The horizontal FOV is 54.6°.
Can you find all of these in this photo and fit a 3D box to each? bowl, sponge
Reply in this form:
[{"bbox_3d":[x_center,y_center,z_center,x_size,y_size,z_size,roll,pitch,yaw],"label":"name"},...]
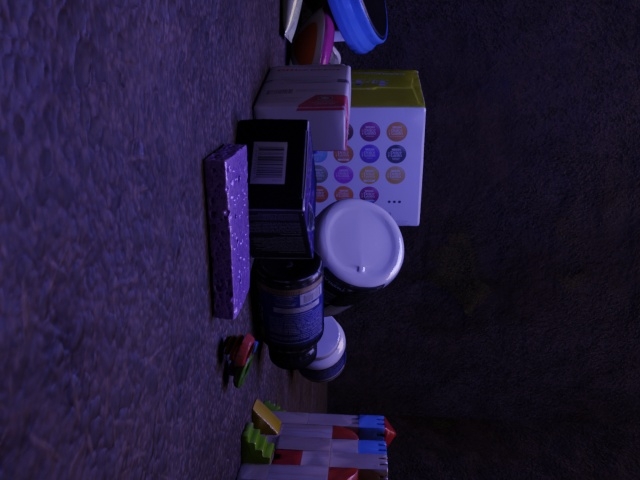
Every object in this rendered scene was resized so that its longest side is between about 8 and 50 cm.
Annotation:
[{"bbox_3d":[0.083,-0.673,1.562,0.391,0.077,0.390,-11,90,-70],"label":"bowl"},{"bbox_3d":[-0.118,-0.014,0.808,0.117,0.031,0.210,-78,169,-70],"label":"sponge"}]

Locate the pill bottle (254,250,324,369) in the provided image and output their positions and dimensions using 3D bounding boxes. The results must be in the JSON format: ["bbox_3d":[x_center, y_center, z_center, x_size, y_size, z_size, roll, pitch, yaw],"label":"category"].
[{"bbox_3d":[-0.054,0.127,1.134,0.122,0.123,0.219,-83,173,-57],"label":"pill bottle"}]

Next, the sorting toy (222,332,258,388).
[{"bbox_3d":[-0.118,0.160,0.870,0.102,0.042,0.061,104,9,-45],"label":"sorting toy"}]

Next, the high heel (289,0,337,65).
[{"bbox_3d":[0.027,-0.509,1.550,0.181,0.127,0.377,28,51,-38],"label":"high heel"}]

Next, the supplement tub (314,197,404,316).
[{"bbox_3d":[0.027,0.051,1.307,0.316,0.194,0.193,138,-42,-63],"label":"supplement tub"}]

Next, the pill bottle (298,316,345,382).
[{"bbox_3d":[-0.006,0.289,1.689,0.264,0.153,0.153,83,9,-66],"label":"pill bottle"}]

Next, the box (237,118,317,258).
[{"bbox_3d":[-0.066,-0.074,0.979,0.207,0.108,0.153,80,12,-70],"label":"box"}]

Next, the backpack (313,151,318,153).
[{"bbox_3d":[-0.046,-0.210,1.300,0.098,0.101,0.120,-71,167,-55],"label":"backpack"}]

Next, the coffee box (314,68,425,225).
[{"bbox_3d":[0.103,-0.267,1.706,0.338,0.338,0.334,-81,171,-58],"label":"coffee box"}]

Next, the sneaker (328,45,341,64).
[{"bbox_3d":[0.004,-0.611,2.037,0.271,0.100,0.107,69,36,-71],"label":"sneaker"}]

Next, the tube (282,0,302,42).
[{"bbox_3d":[-0.059,-0.557,1.339,0.070,0.062,0.240,-4,104,-43],"label":"tube"}]

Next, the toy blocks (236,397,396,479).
[{"bbox_3d":[0.003,0.405,1.063,0.381,0.261,0.190,-68,159,-79],"label":"toy blocks"}]

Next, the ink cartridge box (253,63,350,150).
[{"bbox_3d":[-0.026,-0.245,1.130,0.217,0.159,0.092,-83,171,-55],"label":"ink cartridge box"}]

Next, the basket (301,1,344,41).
[{"bbox_3d":[0.028,-0.629,1.765,0.113,0.167,0.103,-34,120,-85],"label":"basket"}]
